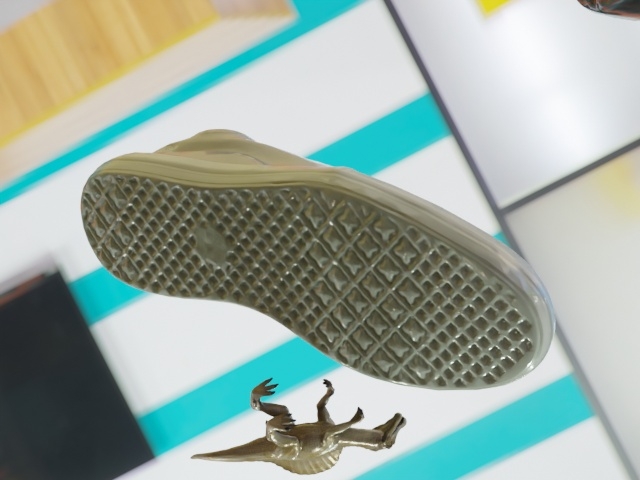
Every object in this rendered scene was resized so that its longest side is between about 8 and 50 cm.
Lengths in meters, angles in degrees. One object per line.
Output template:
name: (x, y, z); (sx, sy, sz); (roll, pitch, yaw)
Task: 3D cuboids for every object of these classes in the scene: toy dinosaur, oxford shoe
toy dinosaur: (-0.026, 0.156, 1.285); (0.183, 0.092, 0.053); (-9, -136, 9)
oxford shoe: (0.000, 0.000, 1.314); (0.449, 0.169, 0.130); (15, -152, 37)

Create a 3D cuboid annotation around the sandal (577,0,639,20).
sandal: (0.223, -0.286, 0.636); (0.167, 0.107, 0.445); (-122, -129, -66)
